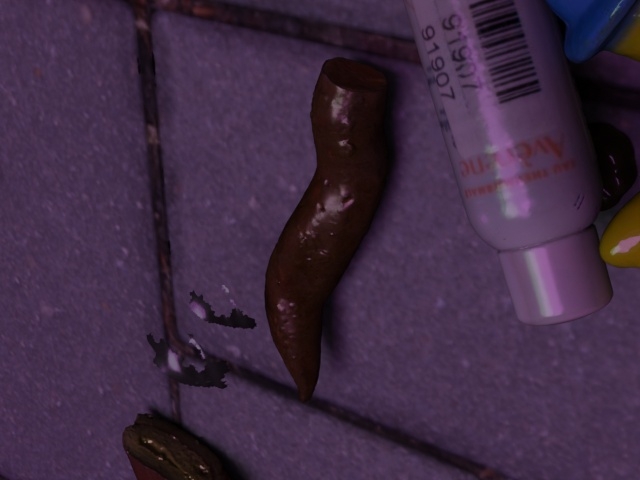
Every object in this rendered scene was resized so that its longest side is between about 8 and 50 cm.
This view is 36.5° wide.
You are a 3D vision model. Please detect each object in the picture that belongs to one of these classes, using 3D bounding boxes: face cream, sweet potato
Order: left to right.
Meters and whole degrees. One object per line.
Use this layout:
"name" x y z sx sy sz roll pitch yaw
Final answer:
"sweet potato" 0.000 0.000 0.721 0.067 0.059 0.281 23 128 9
"face cream" 0.103 -0.084 0.548 0.082 0.082 0.269 -16 92 40

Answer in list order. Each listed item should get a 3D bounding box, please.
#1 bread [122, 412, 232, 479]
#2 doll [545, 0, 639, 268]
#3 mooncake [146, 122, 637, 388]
"bread" -0.119 0.264 0.954 0.119 0.067 0.192 -1 114 45
"doll" 0.232 -0.042 0.496 0.199 0.145 0.363 -22 93 1
"mooncake" 0.039 0.012 0.660 0.347 0.057 0.150 -44 83 21
